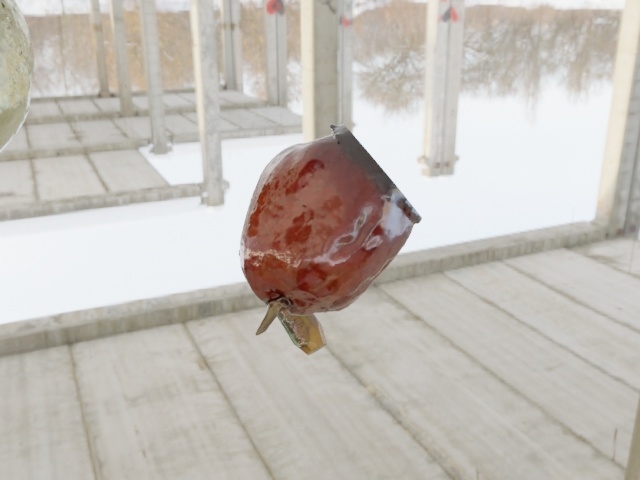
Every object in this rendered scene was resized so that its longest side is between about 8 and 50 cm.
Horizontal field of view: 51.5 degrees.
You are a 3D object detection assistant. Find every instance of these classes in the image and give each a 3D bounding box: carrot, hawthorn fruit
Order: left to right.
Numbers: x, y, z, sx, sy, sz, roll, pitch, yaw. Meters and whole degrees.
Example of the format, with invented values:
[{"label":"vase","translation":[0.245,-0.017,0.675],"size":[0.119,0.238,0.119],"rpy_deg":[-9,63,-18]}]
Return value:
[{"label":"carrot","translation":[-0.078,0.114,1.343],"size":[0.070,0.070,0.260],"rpy_deg":[-21,-111,-45]},{"label":"hawthorn fruit","translation":[0.000,0.000,0.752],"size":[0.189,0.251,0.189],"rpy_deg":[25,174,3]}]

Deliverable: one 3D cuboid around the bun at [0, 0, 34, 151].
[{"label":"bun","translation":[-0.505,-0.226,0.781],"size":[0.326,0.362,0.234],"rpy_deg":[26,153,-31]}]
